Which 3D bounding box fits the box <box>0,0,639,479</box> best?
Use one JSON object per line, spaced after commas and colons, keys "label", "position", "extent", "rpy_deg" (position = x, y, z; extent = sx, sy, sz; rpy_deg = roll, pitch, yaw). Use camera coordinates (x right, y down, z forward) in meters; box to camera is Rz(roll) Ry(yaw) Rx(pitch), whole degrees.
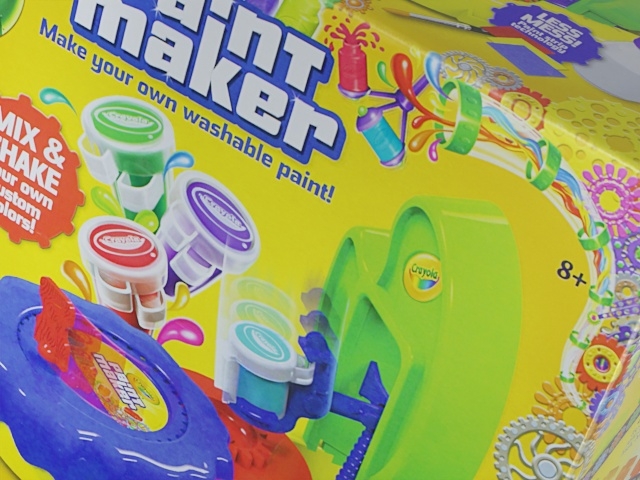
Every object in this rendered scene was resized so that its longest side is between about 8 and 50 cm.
{"label": "box", "position": [0.000, 0.000, 0.643], "extent": [0.177, 0.290, 0.279], "rpy_deg": [-32, 146, -51]}
